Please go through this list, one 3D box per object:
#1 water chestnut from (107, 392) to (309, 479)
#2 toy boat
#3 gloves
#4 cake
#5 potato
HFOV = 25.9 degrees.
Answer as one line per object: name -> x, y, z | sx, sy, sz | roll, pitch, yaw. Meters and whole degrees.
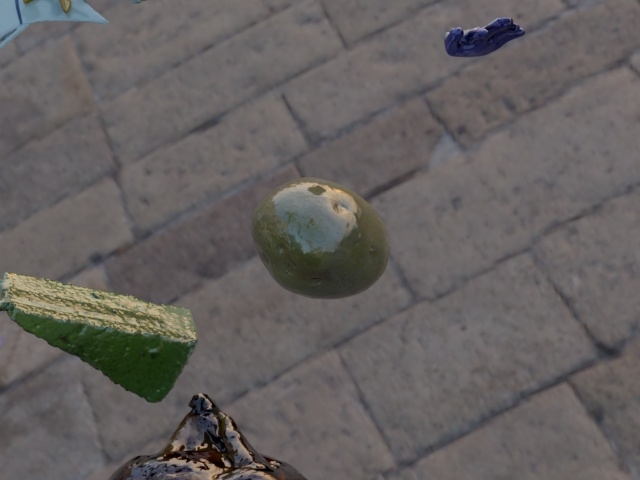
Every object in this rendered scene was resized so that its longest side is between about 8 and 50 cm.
water chestnut -> -0.121, 0.328, 1.556 | 0.289, 0.289, 0.244 | 23, 66, 42
toy boat -> -0.310, -0.273, 1.545 | 0.220, 0.067, 0.291 | 38, 73, 25
gloves -> 0.147, -0.188, 1.292 | 0.064, 0.026, 0.086 | -4, -3, -40
cake -> -0.252, 0.086, 1.606 | 0.099, 0.235, 0.100 | -49, 28, 14
potato -> 0.000, 0.000, 1.827 | 0.160, 0.235, 0.178 | -39, 87, -4
